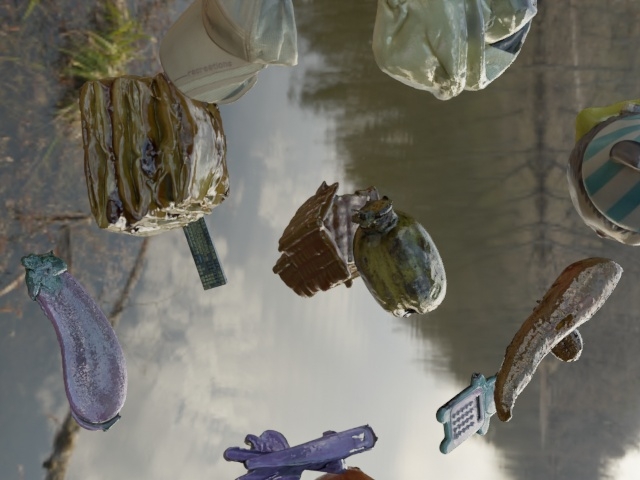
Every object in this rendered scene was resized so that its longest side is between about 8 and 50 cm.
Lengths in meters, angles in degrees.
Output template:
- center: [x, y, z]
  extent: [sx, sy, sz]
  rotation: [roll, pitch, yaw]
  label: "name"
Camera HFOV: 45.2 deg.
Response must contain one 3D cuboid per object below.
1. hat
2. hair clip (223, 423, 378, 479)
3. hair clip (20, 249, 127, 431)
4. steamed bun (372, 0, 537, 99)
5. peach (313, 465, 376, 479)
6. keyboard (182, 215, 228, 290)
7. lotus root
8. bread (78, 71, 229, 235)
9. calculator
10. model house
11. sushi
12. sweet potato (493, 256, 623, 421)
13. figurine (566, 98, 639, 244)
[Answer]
- center: [-0.138, -0.312, 1.018]
  extent: [0.164, 0.226, 0.219]
  rotation: [44, 29, -65]
  label: "hat"
- center: [-0.035, 0.366, 1.260]
  extent: [0.278, 0.090, 0.137]
  rotation: [-3, 62, -34]
  label: "hair clip"
- center: [-0.449, 0.183, 1.426]
  extent: [0.358, 0.096, 0.110]
  rotation: [65, 19, -6]
  label: "hair clip"
- center: [0.266, -0.438, 1.371]
  extent: [0.394, 0.237, 0.346]
  rotation: [-57, 135, -35]
  label: "steamed bun"
- center: [0.023, 0.557, 1.349]
  extent: [0.338, 0.281, 0.281]
  rotation: [-63, 149, -52]
  label: "peach"
- center: [-0.251, 0.017, 1.639]
  extent: [0.014, 0.055, 0.176]
  rotation: [-45, 117, -76]
  label: "keyboard"
- center: [0.130, 0.020, 1.366]
  extent: [0.278, 0.154, 0.154]
  rotation: [58, 34, -30]
  label: "lotus root"
- center: [-0.253, -0.150, 1.309]
  extent: [0.324, 0.167, 0.277]
  rotation: [-11, 96, -69]
  label: "bread"
- center: [0.203, 0.226, 1.025]
  extent: [0.141, 0.019, 0.094]
  rotation: [-24, 114, -38]
  label: "calculator"
- center: [0.001, 0.000, 1.592]
  extent: [0.229, 0.199, 0.219]
  rotation: [3, 74, -47]
  label: "model house"
- center: [0.371, 0.143, 1.195]
  extent: [0.060, 0.062, 0.118]
  rotation: [-61, 132, -65]
  label: "sushi"
- center: [0.214, 0.083, 0.719]
  extent: [0.214, 0.050, 0.050]
  rotation: [-42, 138, -26]
  label: "sweet potato"
- center: [0.613, -0.109, 1.282]
  extent: [0.266, 0.361, 0.377]
  rotation: [63, 15, -15]
  label: "figurine"
